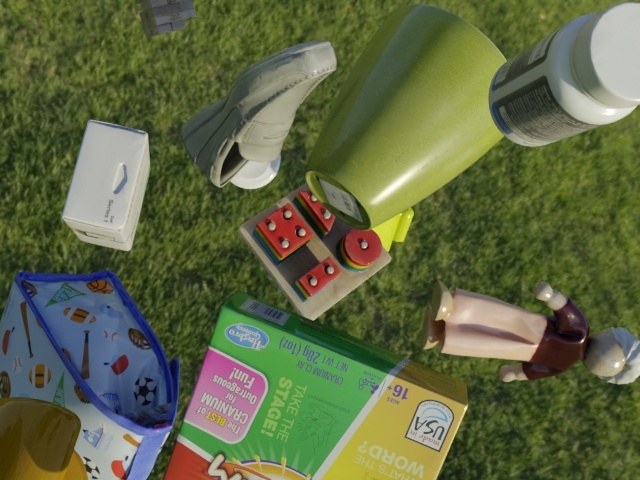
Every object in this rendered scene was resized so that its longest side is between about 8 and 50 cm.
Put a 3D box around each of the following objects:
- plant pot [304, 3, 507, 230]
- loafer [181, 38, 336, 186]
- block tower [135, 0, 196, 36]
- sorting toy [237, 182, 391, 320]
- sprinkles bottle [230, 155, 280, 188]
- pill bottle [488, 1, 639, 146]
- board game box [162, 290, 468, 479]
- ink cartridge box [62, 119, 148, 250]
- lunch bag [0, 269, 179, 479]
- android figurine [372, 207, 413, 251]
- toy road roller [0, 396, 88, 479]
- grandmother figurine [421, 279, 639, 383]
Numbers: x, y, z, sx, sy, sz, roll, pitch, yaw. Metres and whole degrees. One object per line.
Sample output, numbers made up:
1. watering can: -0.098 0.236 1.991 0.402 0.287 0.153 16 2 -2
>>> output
1. plant pot: 0.118 -0.167 1.069 0.274 0.275 0.293 41 73 1
2. loafer: -0.078 -0.163 0.906 0.112 0.319 0.112 -27 92 -37
3. block tower: -0.342 -0.583 1.335 0.090 0.097 0.336 -23 112 -27
4. sorting toy: 0.000 0.000 1.479 0.255 0.089 0.257 -35 85 -25
5. sprinkles bottle: -0.153 -0.187 1.487 0.121 0.121 0.355 32 5 -10
6. pill bottle: 0.187 -0.118 0.498 0.078 0.137 0.078 0 88 -12
7. board game box: -0.028 0.241 0.661 0.242 0.317 0.064 21 11 5
8. ink cartridge box: -0.428 -0.103 1.383 0.117 0.278 0.202 13 79 -11
9. lunch bag: -0.409 0.292 1.186 0.238 0.328 0.385 -1 38 -47
10. android figurine: 0.119 -0.052 1.681 0.248 0.273 0.056 1 30 -30
11. toy road roller: -0.428 0.266 0.782 0.329 0.240 0.203 33 36 -24
12. grandmother figurine: 0.336 0.158 1.063 0.342 0.208 0.104 11 49 0
